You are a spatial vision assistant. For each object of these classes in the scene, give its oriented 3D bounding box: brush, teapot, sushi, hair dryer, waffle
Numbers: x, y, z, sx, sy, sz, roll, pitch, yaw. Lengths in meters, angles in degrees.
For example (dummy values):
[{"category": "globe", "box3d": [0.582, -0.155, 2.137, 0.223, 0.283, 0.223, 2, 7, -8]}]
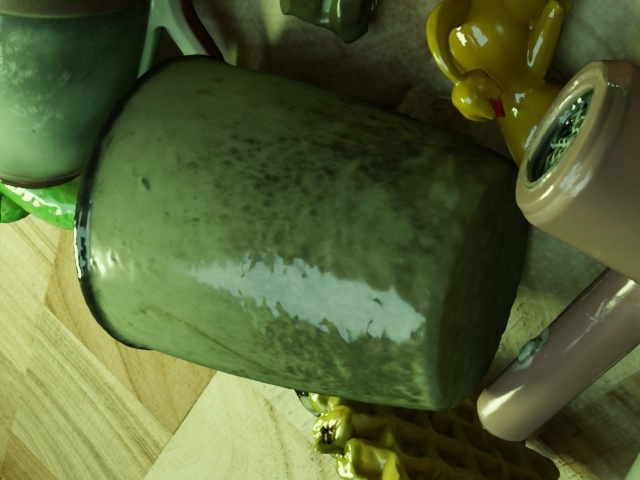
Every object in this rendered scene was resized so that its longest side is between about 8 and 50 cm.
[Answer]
[{"category": "brush", "box3d": [0.040, -0.285, 0.671, 0.084, 0.071, 0.301, 29, 139, 5]}, {"category": "teapot", "box3d": [-0.251, -0.185, 0.903, 0.314, 0.233, 0.312, 13, 130, -3]}, {"category": "sushi", "box3d": [-0.018, 0.197, 1.151, 0.046, 0.044, 0.083, -11, 111, 47]}, {"category": "hair dryer", "box3d": [0.201, 0.050, 0.666, 0.210, 0.125, 0.352, 27, 130, -6]}, {"category": "waffle", "box3d": [0.121, 0.212, 0.858, 0.329, 0.329, 0.062, 37, 111, 14]}]

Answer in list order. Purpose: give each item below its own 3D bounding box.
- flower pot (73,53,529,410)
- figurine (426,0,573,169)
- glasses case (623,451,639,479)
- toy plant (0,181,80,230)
[{"category": "flower pot", "box3d": [0.000, 0.000, 0.794, 0.330, 0.293, 0.294, 14, 131, 25]}, {"category": "figurine", "box3d": [0.141, -0.119, 0.667, 0.121, 0.122, 0.176, -20, 106, 47]}, {"category": "glasses case", "box3d": [0.293, 0.228, 0.711, 0.308, 0.128, 0.083, -66, 25, 15]}, {"category": "toy plant", "box3d": [-0.453, -0.132, 1.168, 0.317, 0.211, 0.356, 3, 136, 40]}]
